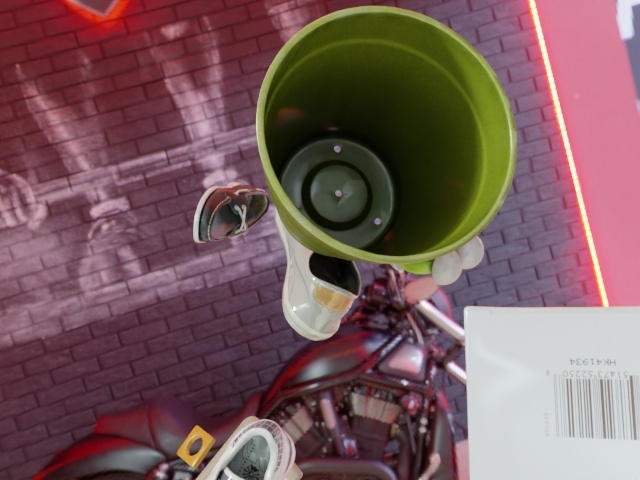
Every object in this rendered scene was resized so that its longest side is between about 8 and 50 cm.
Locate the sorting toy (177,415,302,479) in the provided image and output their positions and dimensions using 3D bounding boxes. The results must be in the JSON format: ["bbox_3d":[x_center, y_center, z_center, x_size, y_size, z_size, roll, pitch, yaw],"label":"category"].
[{"bbox_3d":[-0.134,0.422,1.127,0.196,0.047,0.347,-47,38,-7],"label":"sorting toy"}]

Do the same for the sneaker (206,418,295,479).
[{"bbox_3d":[-0.106,0.290,0.671,0.090,0.235,0.095,24,-15,6],"label":"sneaker"}]

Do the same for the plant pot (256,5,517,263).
[{"bbox_3d":[0.063,-0.114,1.062,0.366,0.367,0.353,-18,-8,-14],"label":"plant pot"}]

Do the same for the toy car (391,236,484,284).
[{"bbox_3d":[0.228,-0.004,1.323,0.159,0.136,0.182,21,38,41],"label":"toy car"}]

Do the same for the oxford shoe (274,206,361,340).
[{"bbox_3d":[0.000,0.000,1.344,0.130,0.169,0.449,-51,27,32],"label":"oxford shoe"}]

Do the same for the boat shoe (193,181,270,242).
[{"bbox_3d":[-0.184,-0.063,1.415,0.091,0.114,0.302,12,22,8],"label":"boat shoe"}]

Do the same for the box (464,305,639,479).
[{"bbox_3d":[0.278,0.166,0.716,0.215,0.168,0.345,-3,-11,16],"label":"box"}]
